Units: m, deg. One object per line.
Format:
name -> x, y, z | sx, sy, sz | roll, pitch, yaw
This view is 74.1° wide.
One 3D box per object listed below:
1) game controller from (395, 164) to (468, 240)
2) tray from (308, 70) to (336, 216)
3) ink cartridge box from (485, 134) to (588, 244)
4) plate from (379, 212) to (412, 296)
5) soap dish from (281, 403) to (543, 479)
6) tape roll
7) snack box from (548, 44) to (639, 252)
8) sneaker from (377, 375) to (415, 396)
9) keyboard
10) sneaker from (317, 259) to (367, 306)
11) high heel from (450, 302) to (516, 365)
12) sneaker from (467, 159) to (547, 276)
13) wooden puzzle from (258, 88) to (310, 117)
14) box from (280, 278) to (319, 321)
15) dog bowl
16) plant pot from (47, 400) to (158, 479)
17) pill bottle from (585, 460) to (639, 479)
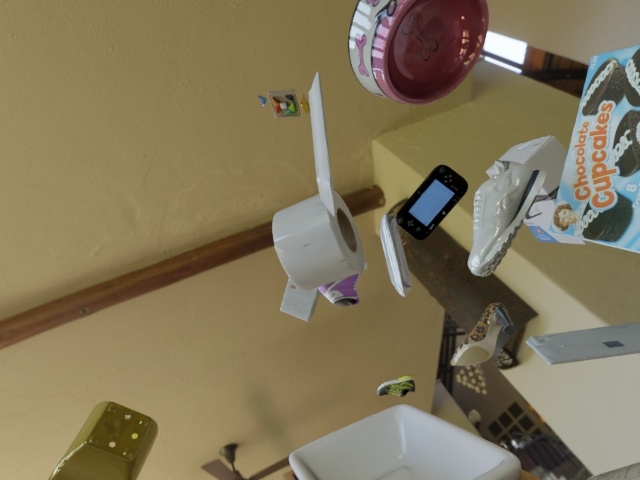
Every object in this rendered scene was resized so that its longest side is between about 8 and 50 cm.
game controller -> 0.464, -0.157, 1.777 | 0.319, 0.166, 0.067 | -52, -22, 12
tray -> 0.002, -0.196, 0.878 | 0.030, 0.271, 0.145 | -6, -22, 2
ink cartridge box -> 0.884, -0.188, 1.664 | 0.166, 0.285, 0.395 | -40, -84, -3
plate -> 0.260, 0.048, 1.479 | 0.045, 0.278, 0.278 | -15, -3, 16
soap dish -> 0.093, 0.316, 0.516 | 0.228, 0.291, 0.118 | -16, -93, -18
tape roll -> 0.000, 0.000, 1.186 | 0.169, 0.246, 0.246 | -21, -42, 18
snack box -> 0.507, -0.151, 0.700 | 0.060, 0.187, 0.322 | 6, -80, -18
sneaker -> 0.154, 0.303, 0.862 | 0.083, 0.035, 0.031 | -29, -42, 17
keyboard -> 0.488, 0.172, 0.717 | 0.255, 0.072, 0.014 | -7, -66, -4
sneaker -> 0.108, 0.165, 1.579 | 0.282, 0.161, 0.102 | -19, -30, -45
high heel -> 0.559, 0.332, 1.502 | 0.093, 0.186, 0.261 | 45, -71, -9
sneaker -> 0.305, -0.042, 0.744 | 0.235, 0.094, 0.090 | -53, -23, -21
wooden puzzle -> -0.086, -0.326, 1.014 | 0.116, 0.014, 0.079 | -3, -40, 18
box -> -0.075, 0.225, 1.758 | 0.091, 0.130, 0.171 | -34, -38, -71
dog bowl -> 0.290, -0.573, 1.204 | 0.407, 0.150, 0.408 | -17, -44, -17
plant pot -> -0.214, 0.213, 0.433 | 0.081, 0.081, 0.083 | 28, -60, -11
pill bottle -> 0.405, 0.356, 0.527 | 0.131, 0.131, 0.229 | -5, -37, -27
